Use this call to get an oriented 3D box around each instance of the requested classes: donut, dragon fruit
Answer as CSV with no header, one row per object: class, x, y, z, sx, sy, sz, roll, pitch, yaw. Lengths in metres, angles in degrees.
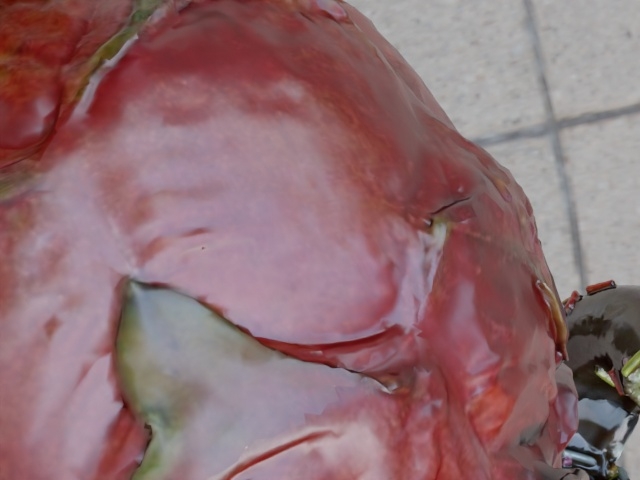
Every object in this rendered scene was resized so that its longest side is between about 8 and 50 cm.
donut,0.278,0.185,1.583,0.136,0.259,0.345,22,101,-26
dragon fruit,-0.049,0.045,0.523,0.277,0.277,0.343,-23,79,-24
